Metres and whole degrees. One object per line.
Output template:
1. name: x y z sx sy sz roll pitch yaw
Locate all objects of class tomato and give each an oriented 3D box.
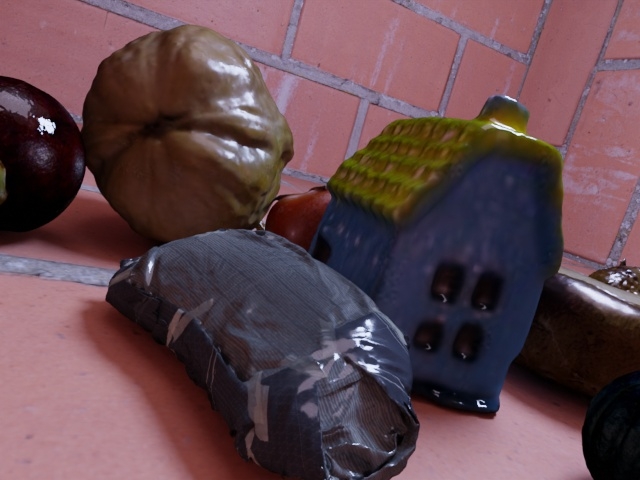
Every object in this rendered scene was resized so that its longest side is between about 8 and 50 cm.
1. tomato: 0.000 0.000 0.746 0.167 0.167 0.167 16 10 -3

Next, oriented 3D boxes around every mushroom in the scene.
1. mushroom: 0.341 0.111 0.682 0.278 0.163 0.297 2 14 -23

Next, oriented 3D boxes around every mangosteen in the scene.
1. mangosteen: -0.371 -0.080 0.570 0.194 0.194 0.230 16 37 -1

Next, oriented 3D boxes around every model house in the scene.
1. model house: 0.117 -0.003 0.576 0.215 0.303 0.237 20 8 -19

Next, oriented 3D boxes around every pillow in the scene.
1. pillow: -0.054 0.069 0.429 0.161 0.093 0.335 -25 36 -32

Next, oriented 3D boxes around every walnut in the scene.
1. walnut: -0.186 -0.142 0.790 0.306 0.306 0.344 15 1 -4

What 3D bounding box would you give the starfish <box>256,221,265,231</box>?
1. starfish: -0.063 -0.021 0.975 0.146 0.074 0.190 11 11 -36

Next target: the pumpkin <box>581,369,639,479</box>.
1. pumpkin: 0.296 0.163 0.383 0.194 0.150 0.194 16 -22 7
